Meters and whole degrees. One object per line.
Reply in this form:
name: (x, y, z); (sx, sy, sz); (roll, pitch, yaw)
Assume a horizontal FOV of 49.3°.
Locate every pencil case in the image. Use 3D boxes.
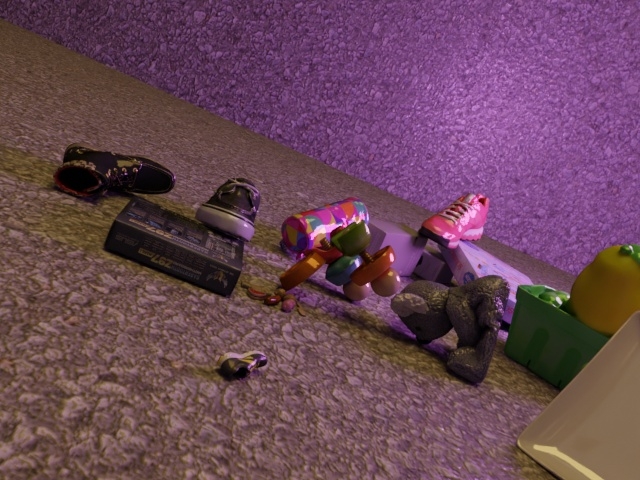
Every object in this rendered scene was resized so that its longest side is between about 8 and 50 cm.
pencil case: (0.011, -0.033, 1.666); (0.104, 0.104, 0.236); (33, 38, 33)

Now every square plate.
square plate: (0.552, 0.314, 1.094); (0.347, 0.344, 0.049); (36, -21, 40)

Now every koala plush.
koala plush: (0.253, 0.144, 1.409); (0.221, 0.203, 0.196); (16, 10, 16)

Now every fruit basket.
fruit basket: (0.630, 0.171, 1.549); (0.392, 0.392, 0.283); (33, 16, 32)

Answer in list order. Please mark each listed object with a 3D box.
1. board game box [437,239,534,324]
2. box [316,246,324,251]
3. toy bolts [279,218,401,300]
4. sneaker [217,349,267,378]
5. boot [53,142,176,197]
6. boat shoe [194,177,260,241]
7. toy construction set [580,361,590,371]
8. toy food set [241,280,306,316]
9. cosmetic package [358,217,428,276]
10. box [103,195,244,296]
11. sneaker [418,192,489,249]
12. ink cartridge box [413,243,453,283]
board game box: (0.501, 0.132, 1.938); (0.319, 0.066, 0.318); (30, 19, -18)
box: (0.000, 0.000, 1.814); (0.081, 0.028, 0.136); (22, 15, -11)
toy bolts: (0.041, 0.076, 1.413); (0.158, 0.218, 0.228); (54, -6, -5)
sneaker: (-0.104, 0.174, 0.957); (0.083, 0.031, 0.035); (5, 37, -46)
boot: (-0.419, -0.125, 1.428); (0.236, 0.085, 0.178); (15, 17, -13)
boat shoe: (-0.187, -0.079, 1.464); (0.121, 0.119, 0.335); (26, 3, -13)
toy construction set: (0.564, 0.309, 1.222); (0.327, 0.215, 0.151); (-109, 177, -57)
toy food set: (-0.083, 0.103, 1.277); (0.122, 0.019, 0.078); (20, 14, -21)
cosmetic package: (0.171, 0.018, 1.836); (0.107, 0.127, 0.238); (32, 17, 30)
box: (-0.254, 0.007, 1.258); (0.233, 0.059, 0.183); (22, 12, -11)
sneaker: (0.373, -0.069, 1.921); (0.116, 0.136, 0.314); (32, 25, 26)
ink cartridge box: (0.298, 0.054, 2.034); (0.175, 0.072, 0.127); (33, 15, 29)
